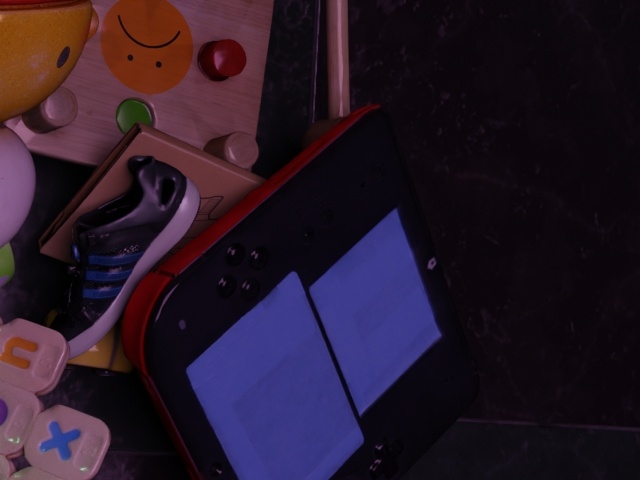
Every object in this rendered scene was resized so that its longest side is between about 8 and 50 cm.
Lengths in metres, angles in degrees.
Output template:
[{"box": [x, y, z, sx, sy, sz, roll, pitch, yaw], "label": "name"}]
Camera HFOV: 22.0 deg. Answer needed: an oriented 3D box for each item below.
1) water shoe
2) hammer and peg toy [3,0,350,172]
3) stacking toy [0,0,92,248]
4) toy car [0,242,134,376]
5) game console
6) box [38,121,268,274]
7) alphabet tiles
[{"box": [-0.194, 0.012, 1.456, 0.080, 0.073, 0.203, 37, 93, -28], "label": "water shoe"}, {"box": [-0.120, -0.181, 1.567, 0.361, 0.127, 0.266, 11, 80, -28], "label": "hammer and peg toy"}, {"box": [-0.289, -0.218, 1.341, 0.350, 0.350, 0.480, -7, 109, -28], "label": "stacking toy"}, {"box": [-0.291, 0.062, 1.499, 0.239, 0.053, 0.225, -26, 99, -27], "label": "toy car"}, {"box": [-0.002, 0.111, 1.564, 0.342, 0.060, 0.386, -39, 129, -23], "label": "game console"}, {"box": [-0.133, -0.014, 1.527, 0.201, 0.164, 0.021, 23, 32, -35], "label": "box"}, {"box": [-0.322, 0.192, 1.392, 0.278, 0.021, 0.284, 17, 75, 20], "label": "alphabet tiles"}]
